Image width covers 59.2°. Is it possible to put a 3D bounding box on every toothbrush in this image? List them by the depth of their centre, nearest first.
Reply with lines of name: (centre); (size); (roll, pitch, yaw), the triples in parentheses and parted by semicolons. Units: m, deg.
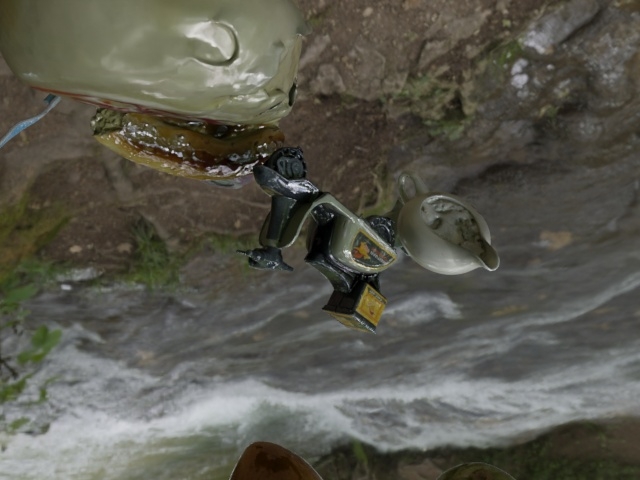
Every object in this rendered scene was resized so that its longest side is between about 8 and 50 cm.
toothbrush: (-0.369, -0.132, 0.686); (0.017, 0.162, 0.014); (23, 141, 0)

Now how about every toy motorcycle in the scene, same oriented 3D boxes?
toy motorcycle: (0.000, 0.000, 0.727); (0.263, 0.157, 0.091); (38, 157, -34)

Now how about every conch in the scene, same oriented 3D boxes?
conch: (0.155, -0.034, 1.133); (0.088, 0.180, 0.065); (20, 125, -11)

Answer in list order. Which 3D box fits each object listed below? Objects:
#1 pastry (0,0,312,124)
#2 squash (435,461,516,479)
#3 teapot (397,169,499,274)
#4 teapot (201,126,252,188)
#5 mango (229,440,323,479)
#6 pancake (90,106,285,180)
pastry: (-0.134, -0.170, 0.463); (0.264, 0.265, 0.133); (4, 98, -22)
squash: (0.101, 0.260, 0.405); (0.083, 0.083, 0.250); (-5, 119, -12)
teapot: (0.183, -0.018, 0.874); (0.145, 0.226, 0.092); (-18, 147, -31)
teapot: (-0.168, -0.179, 1.030); (0.116, 0.146, 0.148); (13, 168, -20)
mango: (-0.016, 0.397, 0.622); (0.201, 0.350, 0.199); (-13, 170, -26)
pancake: (-0.134, -0.191, 0.725); (0.266, 0.057, 0.245); (16, 105, -44)
